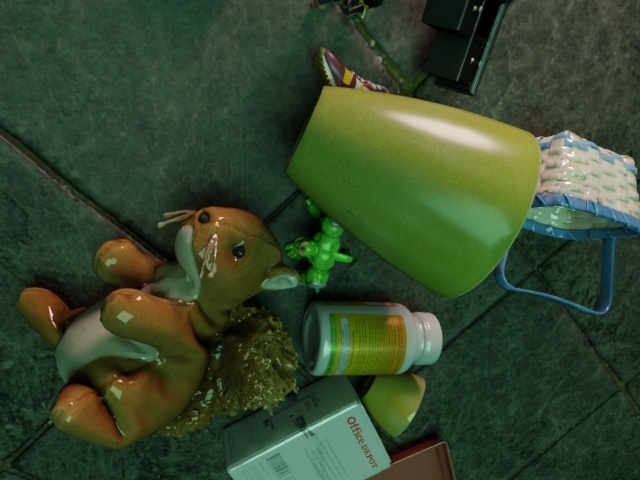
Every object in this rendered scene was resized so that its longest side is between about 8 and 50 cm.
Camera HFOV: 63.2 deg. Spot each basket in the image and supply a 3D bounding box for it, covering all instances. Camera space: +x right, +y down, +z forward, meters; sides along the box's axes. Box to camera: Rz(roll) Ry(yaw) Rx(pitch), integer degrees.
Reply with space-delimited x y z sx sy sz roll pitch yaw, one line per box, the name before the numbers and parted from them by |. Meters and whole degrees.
basket | 0.441 -0.027 0.939 0.255 0.201 0.288 18 76 -21

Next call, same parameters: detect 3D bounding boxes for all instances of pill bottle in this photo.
pill bottle | 0.098 0.185 0.987 0.246 0.136 0.136 4 112 -17

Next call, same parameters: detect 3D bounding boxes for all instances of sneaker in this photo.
sneaker | 0.061 -0.239 0.832 0.084 0.069 0.185 -33 127 3

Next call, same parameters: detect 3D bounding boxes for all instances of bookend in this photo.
bookend | 0.208 -0.313 0.791 0.157 0.072 0.156 -12 124 -56

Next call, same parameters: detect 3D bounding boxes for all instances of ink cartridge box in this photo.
ink cartridge box | -0.026 0.426 1.068 0.283 0.117 0.207 -26 117 -3

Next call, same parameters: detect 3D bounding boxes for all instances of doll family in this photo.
doll family | 0.077 -0.372 0.752 0.193 0.111 0.076 -36 118 2

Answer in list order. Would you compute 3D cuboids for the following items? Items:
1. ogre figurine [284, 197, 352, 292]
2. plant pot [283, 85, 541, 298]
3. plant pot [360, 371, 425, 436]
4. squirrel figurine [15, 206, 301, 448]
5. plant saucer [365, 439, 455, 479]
ogre figurine | 0.000 0.000 0.889 0.097 0.118 0.197 30 101 -25
plant pot | 0.107 -0.097 0.759 0.294 0.275 0.274 24 105 -10
plant pot | 0.140 0.320 1.076 0.095 0.134 0.134 31 103 1
squirrel figurine | -0.198 0.131 0.847 0.370 0.281 0.397 -43 132 -6
plant saucer | 0.197 0.602 1.249 0.259 0.047 0.259 -21 118 -7
